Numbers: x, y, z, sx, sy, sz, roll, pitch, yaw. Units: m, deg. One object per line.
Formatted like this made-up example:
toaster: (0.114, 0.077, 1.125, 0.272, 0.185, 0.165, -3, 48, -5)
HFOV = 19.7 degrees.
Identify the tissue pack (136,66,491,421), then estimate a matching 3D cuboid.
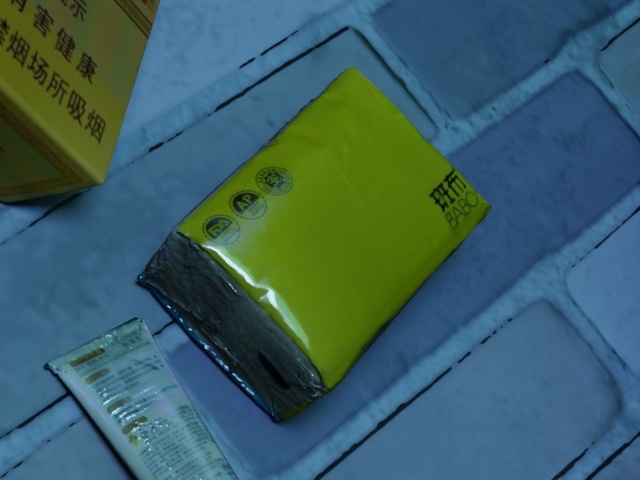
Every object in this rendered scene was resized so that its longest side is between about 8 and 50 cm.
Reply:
tissue pack: (0.000, 0.000, 1.004, 0.120, 0.082, 0.169, 46, 53, -1)

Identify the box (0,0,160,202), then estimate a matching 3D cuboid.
box: (-0.157, -0.181, 0.972, 0.174, 0.076, 0.274, 49, 43, -43)

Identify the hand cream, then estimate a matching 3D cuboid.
hand cream: (-0.080, 0.107, 0.940, 0.061, 0.039, 0.143, -26, 70, -29)
